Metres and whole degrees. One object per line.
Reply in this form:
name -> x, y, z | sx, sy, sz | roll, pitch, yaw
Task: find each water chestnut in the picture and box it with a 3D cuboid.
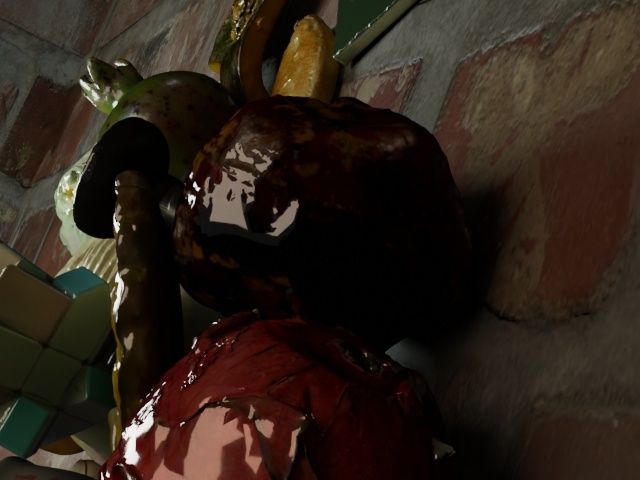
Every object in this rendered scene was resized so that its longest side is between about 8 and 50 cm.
water chestnut -> 0.000, 0.000, 1.078 | 0.289, 0.289, 0.244 | -45, 33, 36

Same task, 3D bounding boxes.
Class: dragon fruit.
dragon fruit -> -0.039, 0.212, 0.915 | 0.301, 0.296, 0.295 | -65, 23, 16

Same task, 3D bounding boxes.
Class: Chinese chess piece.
Chinese chess piece -> -0.355, 0.387, 1.666 | 0.122, 0.051, 0.122 | -48, 27, 34

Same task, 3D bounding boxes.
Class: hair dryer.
hair dryer -> -0.094, -0.057, 1.376 | 0.284, 0.320, 0.155 | -58, -13, -54

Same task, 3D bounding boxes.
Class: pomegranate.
pomegranate -> -0.264, -0.155, 1.736 | 0.306, 0.242, 0.242 | 19, 80, 24

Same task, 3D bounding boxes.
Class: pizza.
pizza -> -0.025, -0.220, 1.601 | 0.134, 0.056, 0.271 | -43, 32, 34

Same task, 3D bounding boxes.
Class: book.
book -> 0.114, -0.445, 1.570 | 0.260, 0.043, 0.371 | -37, 36, 41

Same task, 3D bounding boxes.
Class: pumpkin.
pumpkin -> -0.102, -0.353, 1.842 | 0.258, 0.095, 0.290 | -62, 20, 12

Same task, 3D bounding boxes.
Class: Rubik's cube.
Rubik's cube -> -0.352, 0.134, 1.274 | 0.213, 0.224, 0.265 | 27, 78, 44

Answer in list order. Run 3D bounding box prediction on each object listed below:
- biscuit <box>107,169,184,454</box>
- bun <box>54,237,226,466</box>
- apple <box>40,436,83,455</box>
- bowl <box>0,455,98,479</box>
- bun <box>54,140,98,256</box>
biscuit -> -0.180, 0.106, 1.144 | 0.329, 0.078, 0.335 | 101, 165, -63
bun -> -0.233, 0.133, 1.480 | 0.361, 0.213, 0.361 | -21, 52, 29
apple -> -0.399, 0.197, 1.723 | 0.242, 0.242, 0.241 | 8, 75, 65
bowl -> -0.249, 0.395, 1.249 | 0.157, 0.345, 0.345 | -13, 37, 3
bun -> -0.349, -0.082, 1.903 | 0.283, 0.179, 0.283 | -23, 48, 27
